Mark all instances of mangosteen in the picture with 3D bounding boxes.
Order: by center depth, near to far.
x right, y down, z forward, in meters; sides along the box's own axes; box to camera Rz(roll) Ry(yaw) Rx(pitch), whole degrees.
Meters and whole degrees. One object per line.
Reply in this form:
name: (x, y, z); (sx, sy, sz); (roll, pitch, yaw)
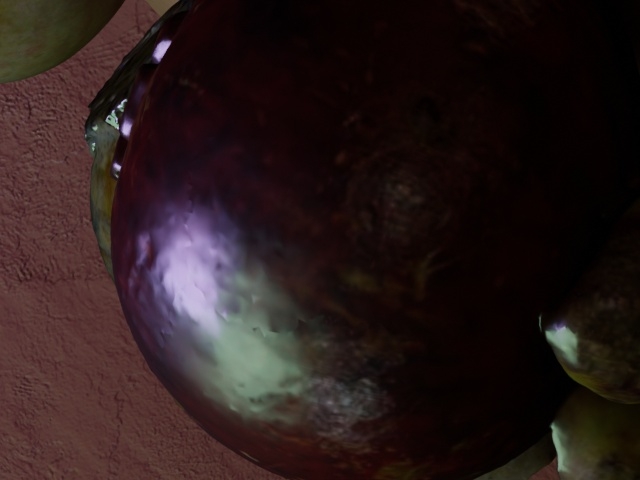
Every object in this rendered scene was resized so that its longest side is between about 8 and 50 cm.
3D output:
mangosteen: (0.053, -0.001, 0.633); (0.257, 0.215, 0.215); (27, 176, 5)

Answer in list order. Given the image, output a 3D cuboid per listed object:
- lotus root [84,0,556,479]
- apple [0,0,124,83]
lotus root: (0.000, 0.000, 1.138); (0.346, 0.250, 0.250); (47, 178, -22)
apple: (-0.241, -0.244, 1.281); (0.257, 0.257, 0.234); (46, 145, -6)
